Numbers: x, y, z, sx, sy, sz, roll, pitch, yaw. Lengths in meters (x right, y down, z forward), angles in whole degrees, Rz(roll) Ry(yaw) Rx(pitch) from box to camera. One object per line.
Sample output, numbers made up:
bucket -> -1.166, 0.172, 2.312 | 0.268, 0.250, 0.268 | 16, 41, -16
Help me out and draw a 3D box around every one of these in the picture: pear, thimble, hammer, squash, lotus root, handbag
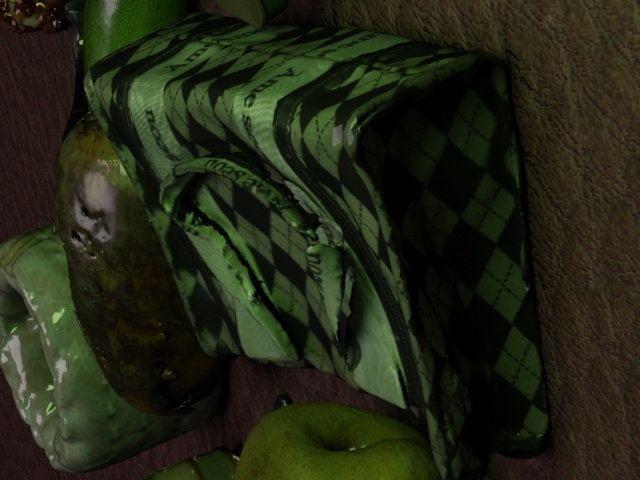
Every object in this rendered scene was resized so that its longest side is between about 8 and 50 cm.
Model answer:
pear -> 0.021, 0.248, 1.301 | 0.228, 0.188, 0.211 | 29, 119, 59
thimble -> -0.250, 0.105, 1.817 | 0.291, 0.195, 0.291 | 47, 147, 45
hammer -> -0.256, -0.136, 1.739 | 0.290, 0.037, 0.137 | -99, 2, -55
squash -> -0.178, -0.151, 1.595 | 0.107, 0.107, 0.395 | 51, 150, 42
lotus root -> -0.149, 0.008, 1.528 | 0.196, 0.179, 0.397 | -75, -15, -48
handbag -> 0.000, 0.000, 1.232 | 0.416, 0.180, 0.317 | 17, 130, 57

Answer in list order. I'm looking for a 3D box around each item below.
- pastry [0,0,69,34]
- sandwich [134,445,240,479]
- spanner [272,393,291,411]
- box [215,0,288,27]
pastry -> -0.357, -0.340, 1.891 | 0.115, 0.097, 0.208 | -133, 31, -65
sandwich -> -0.139, 0.373, 1.813 | 0.227, 0.155, 0.198 | 67, 159, 14
spanner -> -0.052, 0.231, 1.672 | 0.046, 0.012, 0.208 | 50, 144, 30
box -> -0.069, -0.229, 1.228 | 0.091, 0.031, 0.126 | 33, 149, 55
